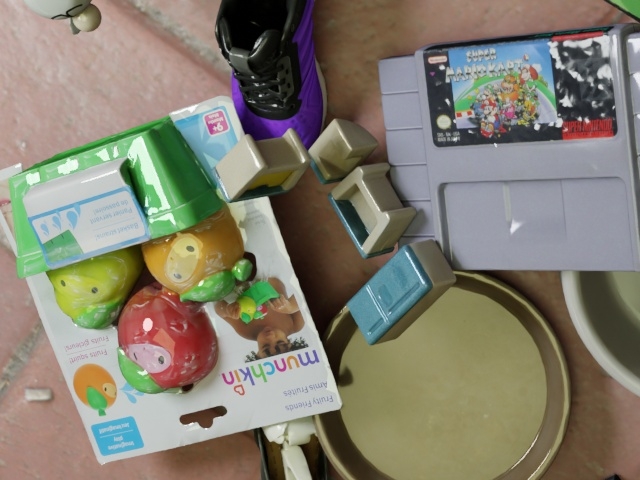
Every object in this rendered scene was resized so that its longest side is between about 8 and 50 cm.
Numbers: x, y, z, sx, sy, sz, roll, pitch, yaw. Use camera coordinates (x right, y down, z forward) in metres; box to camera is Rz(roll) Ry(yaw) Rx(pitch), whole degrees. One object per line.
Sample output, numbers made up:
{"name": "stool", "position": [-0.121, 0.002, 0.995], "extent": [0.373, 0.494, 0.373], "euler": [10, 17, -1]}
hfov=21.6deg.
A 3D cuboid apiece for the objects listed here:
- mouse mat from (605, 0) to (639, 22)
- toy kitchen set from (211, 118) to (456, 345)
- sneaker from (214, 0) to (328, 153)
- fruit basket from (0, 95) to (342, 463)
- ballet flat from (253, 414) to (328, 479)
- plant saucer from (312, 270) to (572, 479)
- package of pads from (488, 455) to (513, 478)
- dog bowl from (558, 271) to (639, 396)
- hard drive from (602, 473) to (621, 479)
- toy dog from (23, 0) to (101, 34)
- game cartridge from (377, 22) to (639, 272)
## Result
{"name": "mouse mat", "position": [0.344, -0.297, 1.609], "extent": [0.153, 0.007, 0.189], "euler": [33, 113, 5]}
{"name": "toy kitchen set", "position": [0.000, 0.000, 1.681], "extent": [0.122, 0.166, 0.207], "euler": [-49, 62, 44]}
{"name": "sneaker", "position": [-0.059, -0.188, 1.688], "extent": [0.102, 0.146, 0.293], "euler": [9, 117, 15]}
{"name": "fruit basket", "position": [-0.178, 0.055, 1.785], "extent": [0.327, 0.165, 0.353], "euler": [-15, 95, 27]}
{"name": "ballet flat", "position": [-0.024, 0.226, 1.849], "extent": [0.095, 0.096, 0.280], "euler": [-14, 109, -13]}
{"name": "plant saucer", "position": [0.127, 0.162, 1.782], "extent": [0.278, 0.041, 0.277], "euler": [1, 97, 7]}
{"name": "package of pads", "position": [0.179, 0.259, 1.834], "extent": [0.083, 0.032, 0.050], "euler": [-9, 102, 20]}
{"name": "dog bowl", "position": [0.396, 0.021, 1.647], "extent": [0.349, 0.102, 0.348], "euler": [5, 108, 16]}
{"name": "hard drive", "position": [0.291, 0.324, 1.824], "extent": [0.135, 0.022, 0.094], "euler": [-33, 96, 24]}
{"name": "toy dog", "position": [-0.192, -0.282, 1.645], "extent": [0.220, 0.333, 0.161], "euler": [-9, 124, 45]}
{"name": "game cartridge", "position": [0.209, -0.084, 1.607], "extent": [0.355, 0.068, 0.230], "euler": [-1, 104, 43]}
